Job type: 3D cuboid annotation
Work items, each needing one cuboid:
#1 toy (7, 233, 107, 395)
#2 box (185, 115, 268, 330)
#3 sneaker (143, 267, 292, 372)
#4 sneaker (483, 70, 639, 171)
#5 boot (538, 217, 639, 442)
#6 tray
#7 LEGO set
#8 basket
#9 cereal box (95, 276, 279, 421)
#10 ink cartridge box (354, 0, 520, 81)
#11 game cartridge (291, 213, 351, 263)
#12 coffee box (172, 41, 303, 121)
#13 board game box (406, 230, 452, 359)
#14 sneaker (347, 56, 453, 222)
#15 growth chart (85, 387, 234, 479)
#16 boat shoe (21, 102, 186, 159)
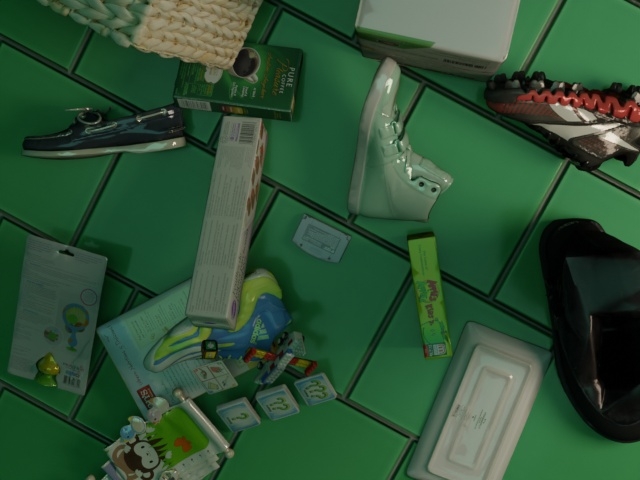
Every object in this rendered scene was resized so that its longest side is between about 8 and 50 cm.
[{"bbox_3d":[-0.411,0.115,1.698,0.136,0.056,0.237,16,103,9],"label":"toy"},{"bbox_3d":[-0.136,-0.030,1.588,0.067,0.063,0.324,4,68,9],"label":"box"},{"bbox_3d":[-0.147,0.153,1.614,0.240,0.091,0.126,-36,93,5],"label":"sneaker"},{"bbox_3d":[0.362,-0.170,1.561,0.276,0.098,0.135,7,110,-15],"label":"sneaker"},{"bbox_3d":[0.396,0.157,1.437,0.146,0.445,0.367,-21,93,7],"label":"boot"},{"bbox_3d":[0.248,0.275,1.672,0.145,0.030,0.270,21,97,4],"label":"tray"},{"bbox_3d":[-0.088,0.216,1.609,0.182,0.060,0.244,-18,138,6],"label":"LEGO set"},{"bbox_3d":[-0.254,-0.426,1.480,0.328,0.331,0.266,29,103,15],"label":"basket"},{"bbox_3d":[-0.210,0.157,1.691,0.240,0.047,0.173,-27,94,7],"label":"cereal box"},{"bbox_3d":[0.161,-0.308,1.498,0.201,0.278,0.117,13,94,4],"label":"ink cartridge box"},{"bbox_3d":[0.000,0.000,1.674,0.083,0.017,0.056,27,94,2],"label":"game cartridge"},{"bbox_3d":[-0.124,-0.246,1.626,0.184,0.040,0.113,6,69,4],"label":"coffee box"},{"bbox_3d":[0.165,0.082,1.628,0.043,0.092,0.181,-9,95,5],"label":"board game box"},{"bbox_3d":[0.131,-0.144,1.584,0.151,0.094,0.256,11,122,7],"label":"sneaker"},{"bbox_3d":[-0.259,0.352,1.704,0.237,0.021,0.172,-43,107,12],"label":"growth chart"},{"bbox_3d":[-0.335,-0.168,1.646,0.254,0.095,0.079,-5,97,4],"label":"boat shoe"}]
